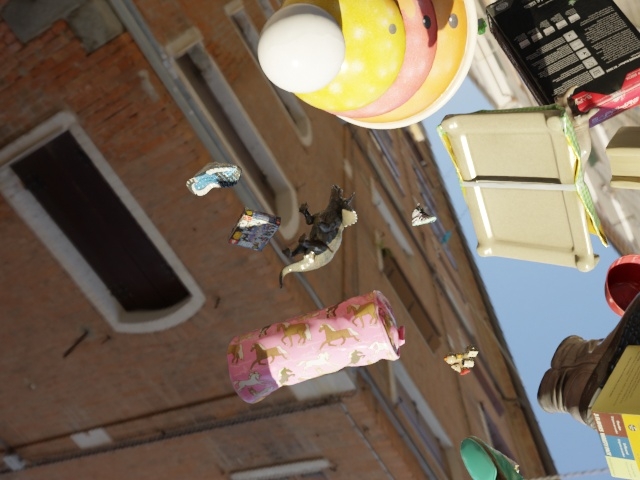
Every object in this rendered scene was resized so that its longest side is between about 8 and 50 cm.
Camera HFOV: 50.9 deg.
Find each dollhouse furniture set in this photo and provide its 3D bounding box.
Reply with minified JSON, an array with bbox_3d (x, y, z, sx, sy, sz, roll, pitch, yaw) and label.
[{"bbox_3d":[0.306,-0.077,0.722,0.301,0.198,0.151,9,-140,47],"label":"dollhouse furniture set"}]

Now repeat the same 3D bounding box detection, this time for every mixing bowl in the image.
[{"bbox_3d":[0.813,0.138,1.748,0.181,0.181,0.098,-40,162,-20],"label":"mixing bowl"}]

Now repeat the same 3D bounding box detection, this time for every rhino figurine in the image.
[{"bbox_3d":[0.449,-0.167,1.229,0.073,0.243,0.106,-15,-146,-21],"label":"rhino figurine"}]

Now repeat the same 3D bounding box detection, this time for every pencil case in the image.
[{"bbox_3d":[-0.011,0.236,1.486,0.386,0.160,0.167,-21,174,15],"label":"pencil case"}]

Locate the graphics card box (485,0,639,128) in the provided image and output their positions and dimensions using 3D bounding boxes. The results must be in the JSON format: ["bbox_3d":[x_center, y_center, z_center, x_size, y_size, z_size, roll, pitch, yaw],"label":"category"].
[{"bbox_3d":[0.537,-0.413,1.443,0.232,0.094,0.371,-27,-121,9],"label":"graphics card box"}]

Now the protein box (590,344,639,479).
[{"bbox_3d":[0.587,0.281,1.092,0.201,0.136,0.200,-8,-159,45],"label":"protein box"}]

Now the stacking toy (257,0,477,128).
[{"bbox_3d":[0.042,-0.306,1.053,0.350,0.351,0.480,-22,-168,27],"label":"stacking toy"}]

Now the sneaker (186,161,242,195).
[{"bbox_3d":[-0.274,-0.182,1.777,0.190,0.071,0.083,-8,-137,39],"label":"sneaker"}]

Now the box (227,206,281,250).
[{"bbox_3d":[-0.166,-0.026,1.671,0.137,0.093,0.027,129,-29,-51],"label":"box"}]

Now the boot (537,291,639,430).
[{"bbox_3d":[0.565,0.209,1.340,0.338,0.118,0.222,-52,-172,-6],"label":"boot"}]

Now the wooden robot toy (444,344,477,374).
[{"bbox_3d":[0.440,0.387,2.164,0.173,0.079,0.076,116,-24,-61],"label":"wooden robot toy"}]

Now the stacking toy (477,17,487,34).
[{"bbox_3d":[0.359,-0.652,1.764,0.052,0.167,0.221,-29,-132,16],"label":"stacking toy"}]

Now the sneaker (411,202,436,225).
[{"bbox_3d":[0.323,-0.087,2.133,0.038,0.069,0.098,-7,176,-39],"label":"sneaker"}]

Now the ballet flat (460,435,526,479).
[{"bbox_3d":[0.372,0.483,1.334,0.087,0.083,0.247,7,-160,-24],"label":"ballet flat"}]

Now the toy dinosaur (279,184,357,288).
[{"bbox_3d":[0.000,0.000,1.741,0.121,0.160,0.314,21,-91,48],"label":"toy dinosaur"}]
